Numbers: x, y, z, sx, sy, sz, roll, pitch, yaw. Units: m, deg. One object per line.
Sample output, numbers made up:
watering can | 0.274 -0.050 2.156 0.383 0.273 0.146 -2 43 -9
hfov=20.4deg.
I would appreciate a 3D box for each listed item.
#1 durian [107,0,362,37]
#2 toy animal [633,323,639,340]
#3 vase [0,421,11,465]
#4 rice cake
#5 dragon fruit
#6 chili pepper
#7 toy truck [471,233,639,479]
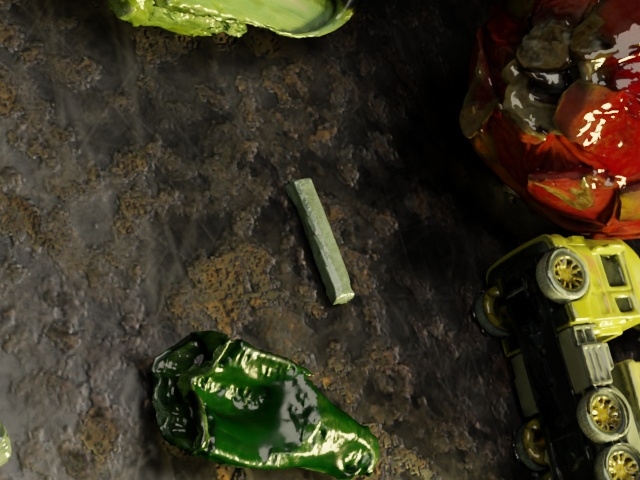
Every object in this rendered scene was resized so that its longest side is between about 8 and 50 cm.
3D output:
durian | -0.128 -0.247 1.557 0.375 0.107 0.132 12 87 -36
toy animal | 0.375 0.028 1.747 0.094 0.121 0.225 52 48 -2
vase | -0.284 0.188 1.292 0.081 0.081 0.148 40 51 -11
rice cake | 0.000 0.000 1.590 0.022 0.021 0.121 -13 74 -31
dragon fruit | 0.271 -0.138 1.667 0.342 0.277 0.277 42 41 -59
chili pepper | -0.044 0.152 1.470 0.216 0.062 0.108 24 64 -22
toy truck | 0.259 0.131 1.629 0.157 0.124 0.272 -4 71 -33
